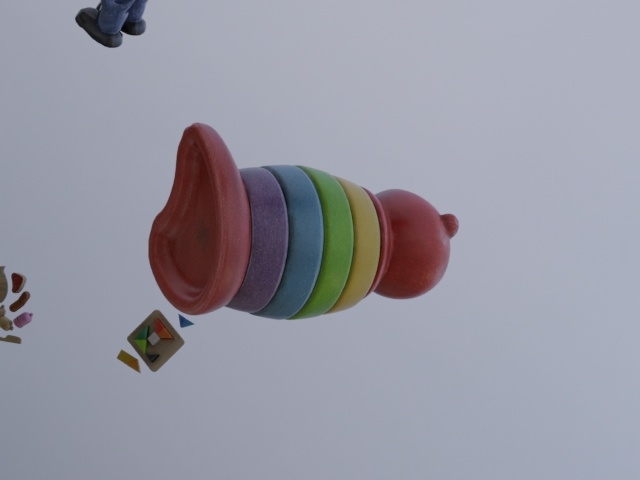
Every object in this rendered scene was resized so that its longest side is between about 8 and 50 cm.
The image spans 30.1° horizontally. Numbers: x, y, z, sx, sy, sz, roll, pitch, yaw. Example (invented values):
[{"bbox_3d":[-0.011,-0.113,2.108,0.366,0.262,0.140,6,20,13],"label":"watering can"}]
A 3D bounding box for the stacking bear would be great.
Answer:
[{"bbox_3d":[0.000,0.000,1.192,0.164,0.289,0.175,60,-44,44],"label":"stacking bear"}]

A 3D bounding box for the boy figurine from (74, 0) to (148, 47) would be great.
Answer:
[{"bbox_3d":[-0.257,-0.397,1.643,0.092,0.177,0.285,38,-46,10],"label":"boy figurine"}]

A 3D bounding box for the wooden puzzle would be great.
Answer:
[{"bbox_3d":[-0.247,0.149,1.772,0.078,0.116,0.014,39,-1,24],"label":"wooden puzzle"}]

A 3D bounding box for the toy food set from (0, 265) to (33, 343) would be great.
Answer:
[{"bbox_3d":[-0.502,0.105,1.950,0.078,0.019,0.122,7,-89,20],"label":"toy food set"}]
